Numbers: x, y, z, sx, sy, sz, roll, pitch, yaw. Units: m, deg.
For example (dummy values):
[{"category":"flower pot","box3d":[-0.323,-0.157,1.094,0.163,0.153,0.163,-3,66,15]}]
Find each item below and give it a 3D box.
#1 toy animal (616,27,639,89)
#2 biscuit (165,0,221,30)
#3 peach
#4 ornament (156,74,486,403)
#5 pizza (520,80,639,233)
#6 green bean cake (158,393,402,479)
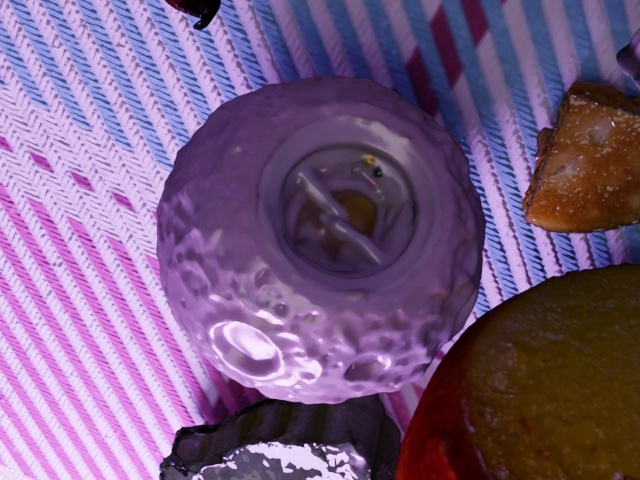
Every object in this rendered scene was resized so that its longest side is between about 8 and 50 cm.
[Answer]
[{"category":"toy animal","box3d":[0.355,-0.211,0.678,0.258,0.194,0.357,34,119,1]},{"category":"biscuit","box3d":[-0.115,-0.225,0.783,0.151,0.063,0.235,44,166,-11]},{"category":"peach","box3d":[0.253,0.206,0.878,0.335,0.406,0.310,33,133,40]},{"category":"ornament","box3d":[0.000,0.000,0.871,0.259,0.259,0.225,27,162,-6]},{"category":"pizza","box3d":[0.233,-0.072,0.882,0.175,0.046,0.134,-12,122,22]},{"category":"green bean cake","box3d":[-0.015,0.273,1.143,0.241,0.132,0.255,-18,117,25]}]
